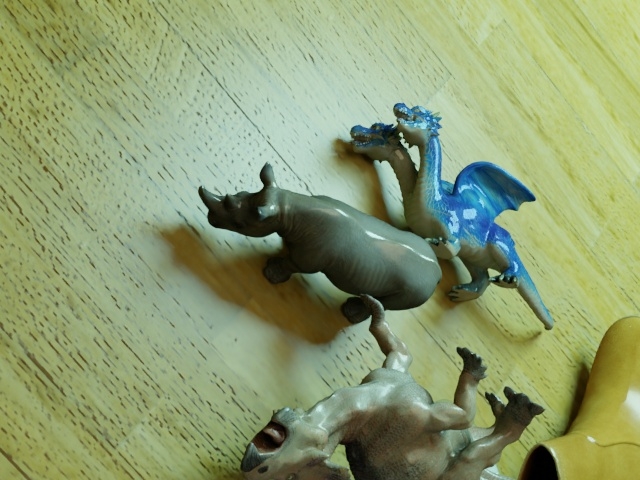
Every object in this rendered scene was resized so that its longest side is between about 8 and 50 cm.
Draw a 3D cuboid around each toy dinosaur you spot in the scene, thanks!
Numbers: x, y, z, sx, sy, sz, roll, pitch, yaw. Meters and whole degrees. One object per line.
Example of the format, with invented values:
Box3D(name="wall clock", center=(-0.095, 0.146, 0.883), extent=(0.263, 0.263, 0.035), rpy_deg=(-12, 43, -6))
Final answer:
Box3D(name="toy dinosaur", center=(0.067, 0.183, 0.927), extent=(0.295, 0.127, 0.200), rpy_deg=(39, 79, -20))

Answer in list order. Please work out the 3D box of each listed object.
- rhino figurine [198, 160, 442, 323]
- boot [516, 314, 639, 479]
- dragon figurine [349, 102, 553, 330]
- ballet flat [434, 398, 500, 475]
Box3D(name="rhino figurine", center=(0.000, 0.000, 0.976), extent=(0.243, 0.106, 0.073), rpy_deg=(26, 60, -26))
Box3D(name="boot", center=(0.262, 0.197, 1.071), extent=(0.211, 0.104, 0.295), rpy_deg=(22, 68, -48))
Box3D(name="dragon figurine", center=(0.151, -0.022, 1.105), extent=(0.289, 0.085, 0.144), rpy_deg=(28, 60, -24))
Box3D(name="ballet flat", center=(0.141, 0.253, 1.009), extent=(0.080, 0.073, 0.232), rpy_deg=(7, 70, -33))
